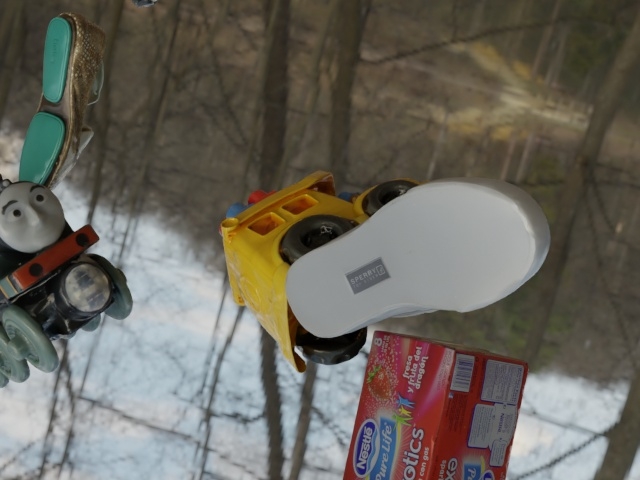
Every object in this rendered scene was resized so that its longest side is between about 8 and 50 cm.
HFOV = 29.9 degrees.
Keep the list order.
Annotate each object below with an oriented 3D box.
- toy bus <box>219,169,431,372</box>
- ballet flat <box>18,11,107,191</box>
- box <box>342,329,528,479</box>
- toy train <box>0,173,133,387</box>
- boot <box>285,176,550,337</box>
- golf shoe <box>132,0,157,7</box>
[{"bbox_3d":[0.000,0.000,1.253,0.220,0.149,0.211,-30,-135,-25],"label":"toy bus"},{"bbox_3d":[-0.266,-0.137,1.271,0.073,0.206,0.067,30,-160,37],"label":"ballet flat"},{"bbox_3d":[0.113,0.234,1.264,0.128,0.256,0.123,13,178,-42],"label":"box"},{"bbox_3d":[-0.323,0.042,1.248,0.142,0.190,0.334,-38,-171,-31],"label":"toy train"},{"bbox_3d":[0.091,0.001,0.876,0.123,0.095,0.258,-23,-177,-39],"label":"boot"},{"bbox_3d":[-0.129,-0.292,1.020,0.094,0.198,0.077,6,-150,3],"label":"golf shoe"}]
